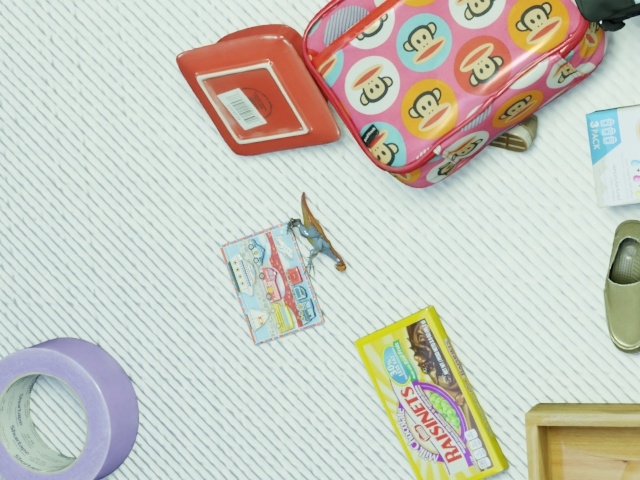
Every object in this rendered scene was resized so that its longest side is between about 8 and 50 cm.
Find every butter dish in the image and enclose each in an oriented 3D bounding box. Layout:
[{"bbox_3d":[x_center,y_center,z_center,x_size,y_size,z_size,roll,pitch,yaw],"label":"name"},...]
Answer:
[{"bbox_3d":[-0.056,-0.190,1.951,0.160,0.118,0.160,-8,131,33],"label":"butter dish"}]

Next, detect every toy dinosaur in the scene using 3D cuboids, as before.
[{"bbox_3d":[0.000,0.000,1.991,0.082,0.047,0.090,24,88,-8],"label":"toy dinosaur"}]

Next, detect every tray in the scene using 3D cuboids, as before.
[{"bbox_3d":[0.434,0.279,1.844,0.411,0.076,0.203,-2,96,20],"label":"tray"}]

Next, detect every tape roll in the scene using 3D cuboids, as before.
[{"bbox_3d":[-0.326,0.218,2.122,0.189,0.080,0.189,3,98,20],"label":"tape roll"}]

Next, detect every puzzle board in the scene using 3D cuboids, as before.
[{"bbox_3d":[-0.059,0.052,2.035,0.096,0.011,0.128,-20,89,22],"label":"puzzle board"}]

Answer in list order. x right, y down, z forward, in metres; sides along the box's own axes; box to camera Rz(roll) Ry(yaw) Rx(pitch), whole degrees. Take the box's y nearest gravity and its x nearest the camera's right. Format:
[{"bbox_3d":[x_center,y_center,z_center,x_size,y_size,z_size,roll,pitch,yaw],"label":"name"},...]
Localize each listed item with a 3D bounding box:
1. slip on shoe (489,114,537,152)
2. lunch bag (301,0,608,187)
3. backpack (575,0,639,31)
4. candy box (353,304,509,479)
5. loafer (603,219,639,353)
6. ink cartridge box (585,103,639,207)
[{"bbox_3d":[0.176,-0.135,1.907,0.135,0.051,0.041,13,62,27],"label":"slip on shoe"},{"bbox_3d":[0.135,-0.229,1.850,0.293,0.120,0.258,-37,67,13],"label":"lunch bag"},{"bbox_3d":[0.406,-0.377,1.661,0.355,0.290,0.273,-9,110,16],"label":"backpack"},{"bbox_3d":[0.126,0.188,1.973,0.105,0.027,0.206,-27,87,25],"label":"candy box"},{"bbox_3d":[0.333,0.052,1.864,0.056,0.050,0.148,0,97,21],"label":"loafer"},{"bbox_3d":[0.382,-0.099,1.819,0.181,0.061,0.104,-8,94,21],"label":"ink cartridge box"}]
